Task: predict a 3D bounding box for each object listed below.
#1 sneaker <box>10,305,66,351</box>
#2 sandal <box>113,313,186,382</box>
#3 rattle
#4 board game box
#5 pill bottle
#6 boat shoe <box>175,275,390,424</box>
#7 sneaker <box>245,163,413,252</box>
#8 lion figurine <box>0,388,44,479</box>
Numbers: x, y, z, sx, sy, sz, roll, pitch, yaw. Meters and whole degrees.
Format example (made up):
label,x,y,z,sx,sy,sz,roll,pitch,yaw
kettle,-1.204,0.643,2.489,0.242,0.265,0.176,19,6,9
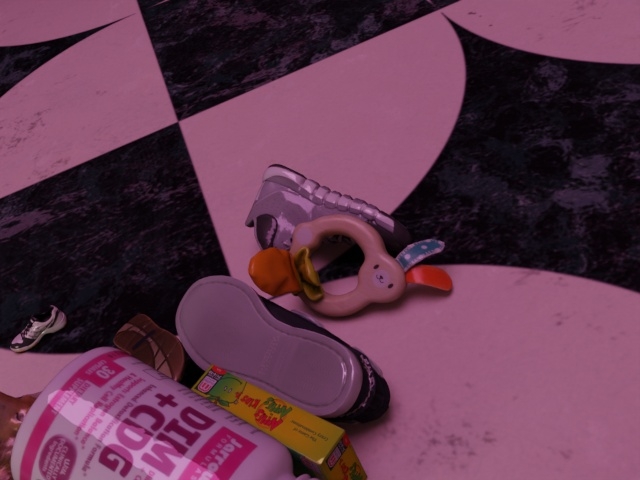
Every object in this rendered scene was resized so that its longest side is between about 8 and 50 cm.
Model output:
label,x,y,z,sx,sy,sz,roll,pitch,yaw
sneaker,-0.392,0.118,1.108,0.083,0.037,0.032,-35,45,-12
sandal,-0.205,0.145,1.000,0.072,0.049,0.180,-39,30,-14
rattle,0.041,0.027,0.935,0.200,0.143,0.130,11,74,22
board game box,-0.046,0.200,0.837,0.181,0.092,0.043,18,56,36
pill bottle,-0.126,0.229,0.749,0.283,0.160,0.160,25,58,17
boat shoe,-0.052,0.128,0.921,0.303,0.091,0.114,28,87,44
sneaker,0.000,0.000,1.053,0.229,0.086,0.132,26,83,26
lion figurine,-0.315,0.340,0.797,0.240,0.142,0.392,-23,55,-13
